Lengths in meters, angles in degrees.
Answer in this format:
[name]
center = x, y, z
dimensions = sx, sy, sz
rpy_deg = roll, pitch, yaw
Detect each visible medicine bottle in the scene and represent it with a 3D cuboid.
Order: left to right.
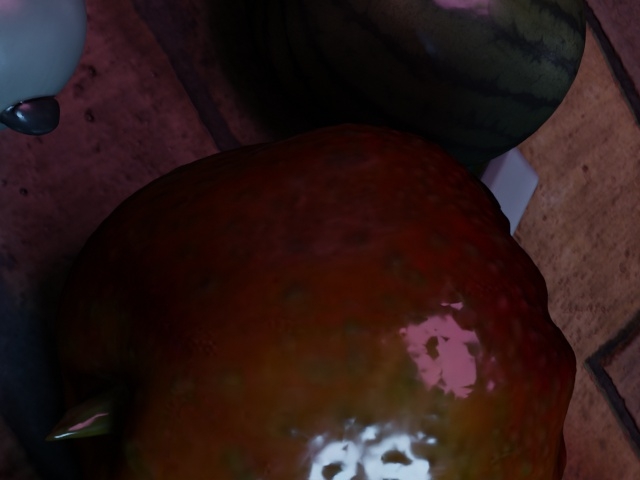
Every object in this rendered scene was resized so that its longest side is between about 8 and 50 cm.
[medicine bottle]
center = 0.121, 0.007, 1.743
dimensions = 0.083, 0.121, 0.229
rpy_deg = 49, 45, -21

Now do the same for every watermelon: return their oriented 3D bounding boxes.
[watermelon]
center = 0.097, -0.207, 1.698
dimensions = 0.359, 0.279, 0.279
rpy_deg = 22, 58, -35

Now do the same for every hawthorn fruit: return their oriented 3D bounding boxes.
[hawthorn fruit]
center = -0.022, 0.110, 1.372
dimensions = 0.403, 0.403, 0.403
rpy_deg = 22, 58, -39

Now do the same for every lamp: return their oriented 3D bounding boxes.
[lamp]
center = -0.273, -0.191, 1.386
dimensions = 0.197, 0.197, 0.244
rpy_deg = 34, 27, -32
